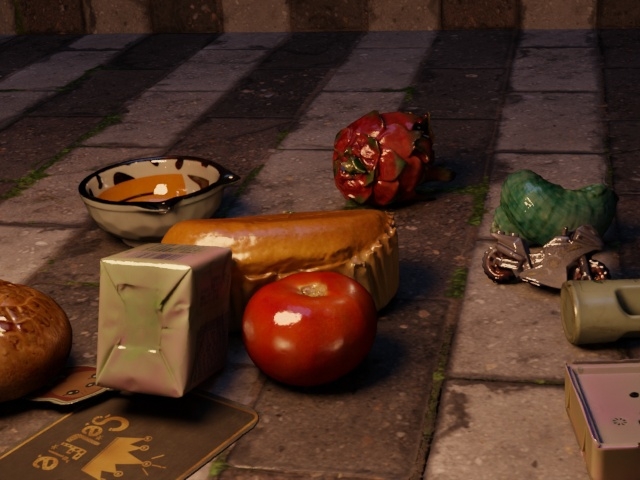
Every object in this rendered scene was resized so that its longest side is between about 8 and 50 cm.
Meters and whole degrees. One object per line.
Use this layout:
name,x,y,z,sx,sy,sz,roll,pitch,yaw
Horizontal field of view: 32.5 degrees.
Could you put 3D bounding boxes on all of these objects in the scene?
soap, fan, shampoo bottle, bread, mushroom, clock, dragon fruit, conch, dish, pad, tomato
soap,-0.212,0.104,1.511,0.138,0.182,0.199,4,7,11
fan,-0.313,0.203,1.534,0.220,0.009,0.132,1,18,24
shampoo bottle,0.476,0.100,1.601,0.234,0.087,0.118,-2,20,2
bread,-0.059,0.032,1.719,0.389,0.183,0.236,-10,21,-16
mushroom,-0.474,0.139,1.553,0.253,0.153,0.253,4,22,-2
clock,0.384,0.220,1.347,0.147,0.071,0.192,-2,23,2
dragon fruit,0.134,-0.159,2.142,0.274,0.192,0.193,-8,12,-41
conch,0.393,-0.045,1.913,0.202,0.134,0.196,8,-16,38
dish,-0.304,-0.063,2.058,0.303,0.120,0.303,-3,23,1
pad,-0.301,0.242,1.408,0.315,0.063,0.375,11,26,32
tomato,-0.015,0.125,1.548,0.195,0.136,0.195,-1,22,0

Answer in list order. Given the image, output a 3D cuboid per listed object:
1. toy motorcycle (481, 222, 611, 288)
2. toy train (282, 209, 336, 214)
toy motorcycle,0.362,0.023,1.759,0.215,0.122,0.080,11,0,31
toy train,-0.023,-0.035,1.976,0.103,0.044,0.064,4,17,15
